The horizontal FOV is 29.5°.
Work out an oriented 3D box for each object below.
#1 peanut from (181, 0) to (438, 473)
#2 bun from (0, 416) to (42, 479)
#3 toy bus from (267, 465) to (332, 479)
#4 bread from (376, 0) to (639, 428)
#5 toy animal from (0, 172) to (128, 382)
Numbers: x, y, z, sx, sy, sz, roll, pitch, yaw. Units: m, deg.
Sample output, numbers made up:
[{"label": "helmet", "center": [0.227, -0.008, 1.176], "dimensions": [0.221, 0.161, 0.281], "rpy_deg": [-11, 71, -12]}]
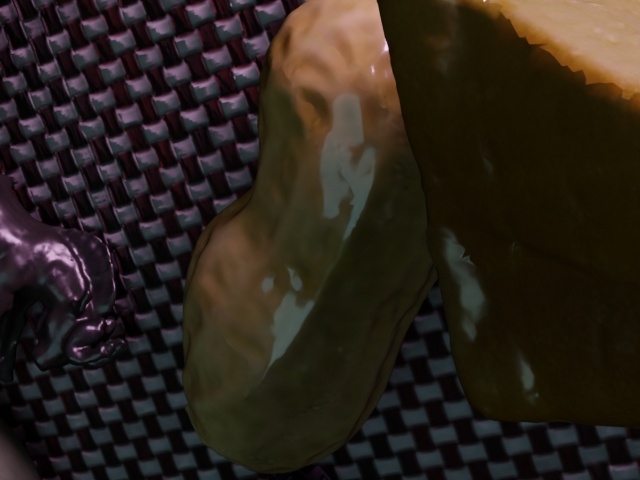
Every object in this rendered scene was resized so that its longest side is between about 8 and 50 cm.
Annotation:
[{"label": "peanut", "center": [0.000, 0.000, 0.724], "dimensions": [0.147, 0.147, 0.306], "rpy_deg": [28, 115, 11]}, {"label": "bun", "center": [-0.355, 0.232, 0.919], "dimensions": [0.293, 0.187, 0.293], "rpy_deg": [7, 109, 22]}, {"label": "toy bus", "center": [-0.056, 0.230, 0.848], "dimensions": [0.178, 0.098, 0.087], "rpy_deg": [-41, 88, 31]}, {"label": "bread", "center": [0.239, -0.045, 0.492], "dimensions": [0.361, 0.233, 0.245], "rpy_deg": [2, 109, 46]}, {"label": "toy animal", "center": [-0.236, 0.011, 0.866], "dimensions": [0.148, 0.084, 0.233], "rpy_deg": [-41, 83, 11]}]
